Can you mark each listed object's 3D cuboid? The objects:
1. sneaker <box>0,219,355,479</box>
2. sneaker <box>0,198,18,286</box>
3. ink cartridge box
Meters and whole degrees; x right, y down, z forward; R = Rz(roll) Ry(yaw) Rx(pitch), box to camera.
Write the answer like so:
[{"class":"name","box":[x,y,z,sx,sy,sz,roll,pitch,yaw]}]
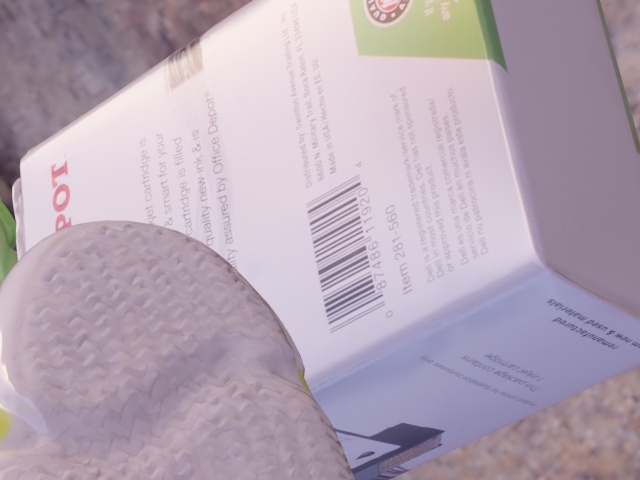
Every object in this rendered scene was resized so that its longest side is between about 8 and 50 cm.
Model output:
[{"class":"sneaker","box":[-0.045,0.119,0.401,0.126,0.091,0.240,-52,42,48]},{"class":"sneaker","box":[-0.223,0.080,0.786,0.483,0.202,0.185,49,126,35]},{"class":"ink cartridge box","box":[0.000,0.000,0.641,0.219,0.160,0.093,-29,144,31]}]
